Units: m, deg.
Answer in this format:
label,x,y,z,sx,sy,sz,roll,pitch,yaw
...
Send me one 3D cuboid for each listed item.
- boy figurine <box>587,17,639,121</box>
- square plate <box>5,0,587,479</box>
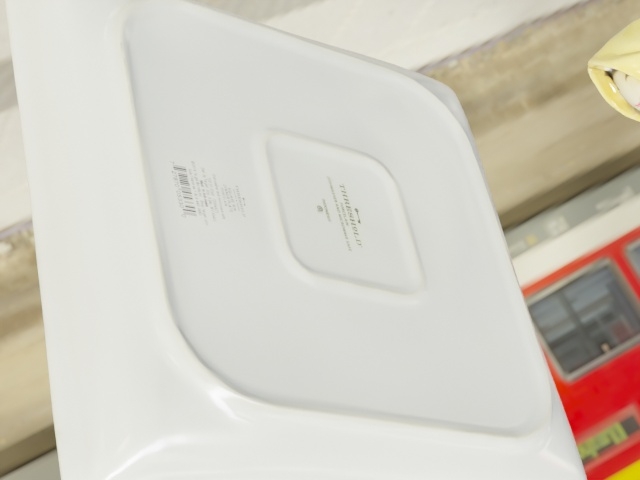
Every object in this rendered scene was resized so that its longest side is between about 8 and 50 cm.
label,x,y,z,sx,sy,sz,roll,pitch,yaw
boy figurine,0.313,-0.055,1.079,0.092,0.285,0.177,-27,171,-5
square plate,0.000,0.000,0.760,0.344,0.347,0.049,13,139,-37
